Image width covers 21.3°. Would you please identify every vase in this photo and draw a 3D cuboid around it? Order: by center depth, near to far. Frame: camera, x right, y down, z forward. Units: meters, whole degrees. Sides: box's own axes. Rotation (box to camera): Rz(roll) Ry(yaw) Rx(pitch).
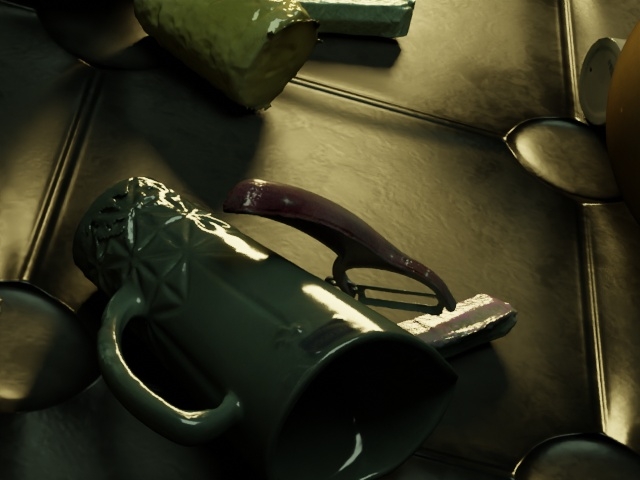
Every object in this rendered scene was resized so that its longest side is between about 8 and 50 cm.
[{"bbox_3d":[-0.075,0.067,1.319,0.251,0.156,0.301,-17,43,-42],"label":"vase"}]

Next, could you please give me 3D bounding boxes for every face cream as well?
[{"bbox_3d":[0.400,-0.165,1.869,0.214,0.095,0.096,3,39,-22],"label":"face cream"}]

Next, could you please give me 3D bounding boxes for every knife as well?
[{"bbox_3d":[0.000,-0.002,1.366,0.123,0.053,0.278,1,-18,31],"label":"knife"}]

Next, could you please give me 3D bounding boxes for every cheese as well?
[{"bbox_3d":[-0.095,-0.219,1.692,0.167,0.123,0.094,41,9,25],"label":"cheese"}]

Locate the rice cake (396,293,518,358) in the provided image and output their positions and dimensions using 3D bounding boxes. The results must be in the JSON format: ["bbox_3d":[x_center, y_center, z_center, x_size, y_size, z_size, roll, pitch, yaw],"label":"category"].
[{"bbox_3d":[0.087,0.084,1.454,0.207,0.036,0.047,-14,47,-36],"label":"rice cake"}]

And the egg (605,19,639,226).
[{"bbox_3d":[0.427,-0.112,1.642,0.301,0.301,0.374,15,27,-7],"label":"egg"}]

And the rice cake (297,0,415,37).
[{"bbox_3d":[-0.014,-0.249,1.828,0.245,0.045,0.042,1,31,-22],"label":"rice cake"}]

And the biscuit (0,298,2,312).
[{"bbox_3d":[-0.343,0.017,1.346,0.250,0.032,0.133,29,38,13],"label":"biscuit"}]
